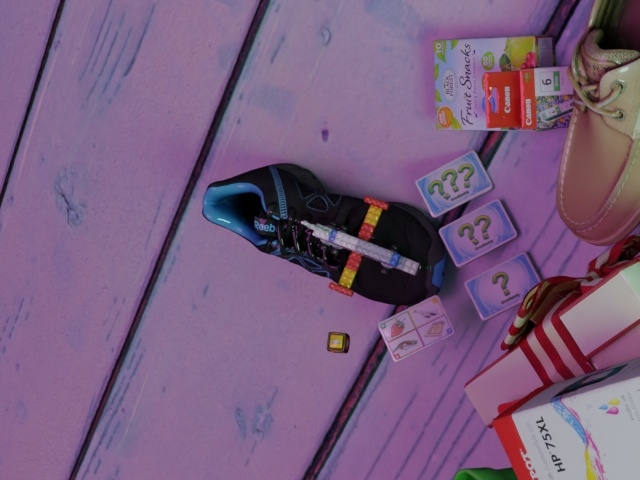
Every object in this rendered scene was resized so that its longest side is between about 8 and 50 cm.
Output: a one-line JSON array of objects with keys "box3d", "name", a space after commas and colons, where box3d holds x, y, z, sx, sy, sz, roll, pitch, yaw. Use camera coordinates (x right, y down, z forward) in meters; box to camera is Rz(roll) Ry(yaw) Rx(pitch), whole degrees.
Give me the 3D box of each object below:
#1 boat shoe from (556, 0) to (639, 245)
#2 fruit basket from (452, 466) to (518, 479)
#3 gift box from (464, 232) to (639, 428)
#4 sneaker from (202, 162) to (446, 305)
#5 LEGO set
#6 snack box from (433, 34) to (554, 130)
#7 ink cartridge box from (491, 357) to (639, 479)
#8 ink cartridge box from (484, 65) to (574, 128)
[{"box3d": [0.281, -0.161, 1.331, 0.121, 0.110, 0.341, 30, 111, 48], "name": "boat shoe"}, {"box3d": [0.218, 0.397, 1.332, 0.392, 0.392, 0.283, 40, 135, 36], "name": "fruit basket"}, {"box3d": [0.325, 0.114, 1.275, 0.276, 0.255, 0.258, -44, 74, 38], "name": "gift box"}, {"box3d": [0.000, 0.000, 1.683, 0.340, 0.139, 0.125, 21, 110, 42], "name": "sneaker"}, {"box3d": [0.096, 0.026, 1.549, 0.244, 0.060, 0.182, -27, 74, 9], "name": "LEGO set"}, {"box3d": [0.186, -0.168, 1.520, 0.141, 0.037, 0.100, 6, 101, 46], "name": "snack box"}, {"box3d": [0.235, 0.178, 1.152, 0.231, 0.078, 0.134, -26, 88, 44], "name": "ink cartridge box"}, {"box3d": [0.225, -0.146, 1.444, 0.115, 0.029, 0.063, -2, 98, 12], "name": "ink cartridge box"}]
